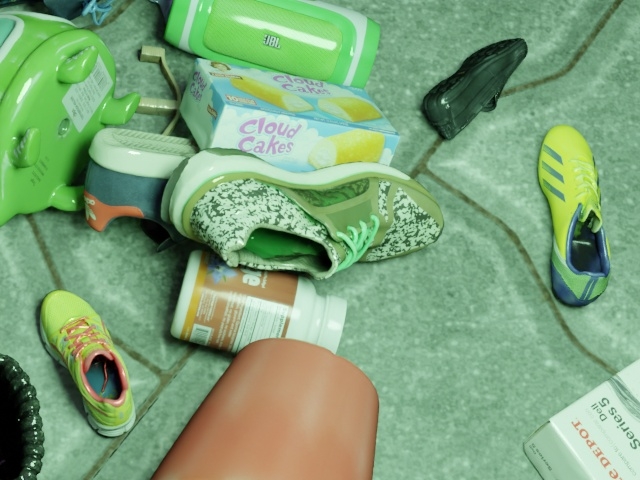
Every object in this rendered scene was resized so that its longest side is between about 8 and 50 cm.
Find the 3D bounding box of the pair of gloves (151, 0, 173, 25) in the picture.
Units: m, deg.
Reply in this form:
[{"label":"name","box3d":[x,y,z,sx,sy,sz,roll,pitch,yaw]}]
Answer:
[{"label":"pair of gloves","box3d":[-0.189,-0.402,2.134,0.198,0.023,0.159,-22,73,-20]}]

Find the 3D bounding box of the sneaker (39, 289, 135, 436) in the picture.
[{"label":"sneaker","box3d":[-0.292,0.143,1.812,0.081,0.094,0.208,-27,72,-21]}]

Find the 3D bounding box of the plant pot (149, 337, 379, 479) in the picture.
[{"label":"plant pot","box3d":[-0.052,0.271,1.726,0.275,0.275,0.243,23,52,-1]}]

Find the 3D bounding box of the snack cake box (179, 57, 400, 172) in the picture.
[{"label":"snack cake box","box3d":[-0.043,-0.161,1.943,0.264,0.089,0.152,7,30,-26]}]

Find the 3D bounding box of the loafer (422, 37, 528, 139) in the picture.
[{"label":"loafer","box3d":[0.238,-0.231,2.125,0.223,0.076,0.078,-41,115,-32]}]

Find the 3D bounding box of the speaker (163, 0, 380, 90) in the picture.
[{"label":"speaker","box3d":[-0.070,-0.301,2.047,0.296,0.131,0.131,15,63,-8]}]

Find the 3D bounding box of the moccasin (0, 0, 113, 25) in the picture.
[{"label":"moccasin","box3d":[-0.356,-0.361,2.007,0.342,0.137,0.117,2,83,20]}]

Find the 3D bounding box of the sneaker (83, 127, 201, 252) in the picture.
[{"label":"sneaker","box3d":[-0.162,-0.053,1.932,0.350,0.148,0.131,8,20,-28]}]

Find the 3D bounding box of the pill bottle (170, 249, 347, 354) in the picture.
[{"label":"pill bottle","box3d":[-0.080,0.094,1.866,0.216,0.121,0.121,15,63,-6]}]

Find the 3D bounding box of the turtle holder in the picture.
[{"label":"turtle holder","box3d":[-0.413,-0.149,1.873,0.227,0.243,0.320,24,100,18]}]

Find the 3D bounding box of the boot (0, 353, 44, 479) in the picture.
[{"label":"boot","box3d":[-0.427,0.178,1.671,0.131,0.260,0.348,-26,73,-22]}]

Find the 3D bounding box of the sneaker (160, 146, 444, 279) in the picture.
[{"label":"sneaker","box3d":[0.000,0.000,1.852,0.410,0.158,0.182,3,37,-31]}]

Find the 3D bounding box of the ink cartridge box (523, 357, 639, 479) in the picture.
[{"label":"ink cartridge box","box3d":[0.443,0.270,1.899,0.273,0.115,0.198,-30,74,-23]}]

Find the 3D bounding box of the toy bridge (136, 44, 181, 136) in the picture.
[{"label":"toy bridge","box3d":[-0.231,-0.190,2.021,0.063,0.026,0.188,5,64,-11]}]

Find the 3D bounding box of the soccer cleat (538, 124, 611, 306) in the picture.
[{"label":"soccer cleat","box3d":[0.373,-0.048,2.031,0.093,0.121,0.289,5,64,-10]}]
